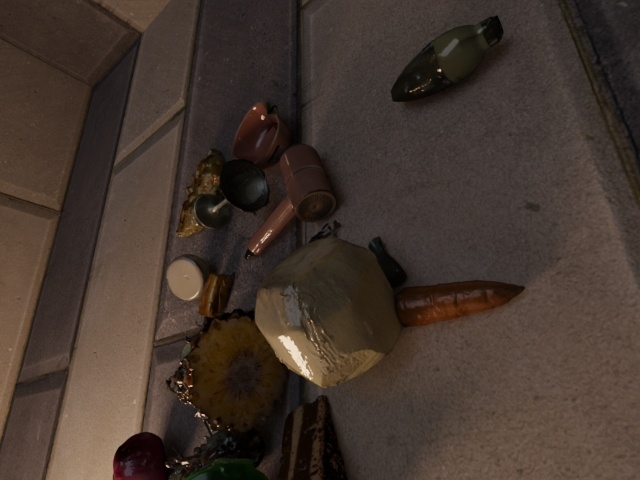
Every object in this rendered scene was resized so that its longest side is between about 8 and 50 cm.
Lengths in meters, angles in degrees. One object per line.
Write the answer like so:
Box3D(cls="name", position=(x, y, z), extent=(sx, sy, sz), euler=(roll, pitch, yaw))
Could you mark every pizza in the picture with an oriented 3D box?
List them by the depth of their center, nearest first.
Box3D(cls="pizza", position=(-0.381, -0.153, 1.397), extent=(0.223, 0.090, 0.323), euler=(16, 84, 49))

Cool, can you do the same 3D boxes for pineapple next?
Box3D(cls="pineapple", position=(-0.244, 0.299, 0.983), extent=(0.272, 0.263, 0.262), euler=(-26, 55, 47))

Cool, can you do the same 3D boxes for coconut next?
Box3D(cls="coconut", position=(0.017, 0.138, 0.775), extent=(0.245, 0.247, 0.245), euler=(-26, 17, 9))

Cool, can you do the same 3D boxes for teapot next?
Box3D(cls="teapot", position=(0.129, 0.040, 0.854), extent=(0.043, 0.043, 0.110), euler=(-45, 43, 20))

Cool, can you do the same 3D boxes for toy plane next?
Box3D(cls="toy plane", position=(0.000, 0.000, 0.988), extent=(0.121, 0.049, 0.031), euler=(-39, 48, 2))

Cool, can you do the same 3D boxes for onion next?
Box3D(cls="onion", position=(-0.449, 0.581, 1.093), extent=(0.177, 0.154, 0.177), euler=(-1, 89, 42))

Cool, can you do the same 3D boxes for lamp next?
Box3D(cls="lamp", position=(0.247, -0.359, 0.873), extent=(0.250, 0.101, 0.101), euler=(-23, 57, 39))

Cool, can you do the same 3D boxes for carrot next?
Box3D(cls="carrot", position=(0.232, 0.099, 0.717), extent=(0.205, 0.072, 0.072), euler=(-15, 62, 30))

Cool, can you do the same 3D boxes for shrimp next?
Box3D(cls="shrimp", position=(-0.272, 0.512, 0.973), extent=(0.372, 0.137, 0.172), euler=(-32, 14, 15))

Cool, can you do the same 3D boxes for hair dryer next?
Box3D(cls="hair dryer", position=(-0.109, -0.071, 1.097), extent=(0.344, 0.107, 0.189), euler=(-45, 46, 29))

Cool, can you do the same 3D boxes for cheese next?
Box3D(cls="cheese", position=(-0.211, 0.547, 0.857), extent=(0.083, 0.204, 0.320), euler=(-117, 43, -60))

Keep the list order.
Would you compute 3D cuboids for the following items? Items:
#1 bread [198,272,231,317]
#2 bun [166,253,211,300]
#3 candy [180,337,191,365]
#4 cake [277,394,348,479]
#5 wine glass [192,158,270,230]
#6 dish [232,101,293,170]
Box3D(cls="bread", position=(-0.294, 0.153, 1.198), extent=(0.074, 0.053, 0.132), euler=(0, 72, 48))
Box3D(cls="bun", position=(-0.379, 0.105, 1.278), extent=(0.138, 0.094, 0.138), euler=(3, 98, 18))
Box3D(cls="candy", position=(-0.342, 0.317, 1.178), extent=(0.103, 0.043, 0.103), euler=(-22, 55, 37))
Box3D(cls="cake", position=(-0.001, 0.435, 0.802), extent=(0.112, 0.135, 0.246), euler=(-31, 23, 16))
Box3D(cls="wine glass", position=(-0.261, -0.115, 1.204), extent=(0.232, 0.156, 0.156), euler=(-24, 56, 49))
Box3D(cls="dish", position=(-0.154, -0.287, 1.233), extent=(0.214, 0.091, 0.213), euler=(-20, 61, 40))
